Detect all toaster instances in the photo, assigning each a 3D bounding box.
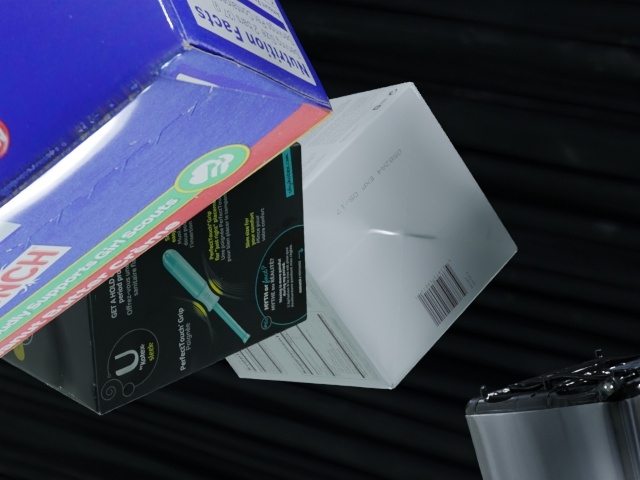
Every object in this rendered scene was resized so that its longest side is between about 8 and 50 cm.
[{"bbox_3d":[0.212,0.140,1.052,0.185,0.168,0.110,-11,87,-39],"label":"toaster"}]

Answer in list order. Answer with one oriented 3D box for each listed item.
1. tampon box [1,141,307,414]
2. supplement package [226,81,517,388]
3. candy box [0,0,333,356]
[{"bbox_3d":[-0.100,0.005,0.849,0.161,0.101,0.120,-23,122,-40],"label":"tampon box"},{"bbox_3d":[0.000,0.000,1.385,0.199,0.262,0.198,-45,111,-27],"label":"supplement package"},{"bbox_3d":[-0.181,-0.115,0.592,0.122,0.268,0.317,13,47,-60],"label":"candy box"}]
